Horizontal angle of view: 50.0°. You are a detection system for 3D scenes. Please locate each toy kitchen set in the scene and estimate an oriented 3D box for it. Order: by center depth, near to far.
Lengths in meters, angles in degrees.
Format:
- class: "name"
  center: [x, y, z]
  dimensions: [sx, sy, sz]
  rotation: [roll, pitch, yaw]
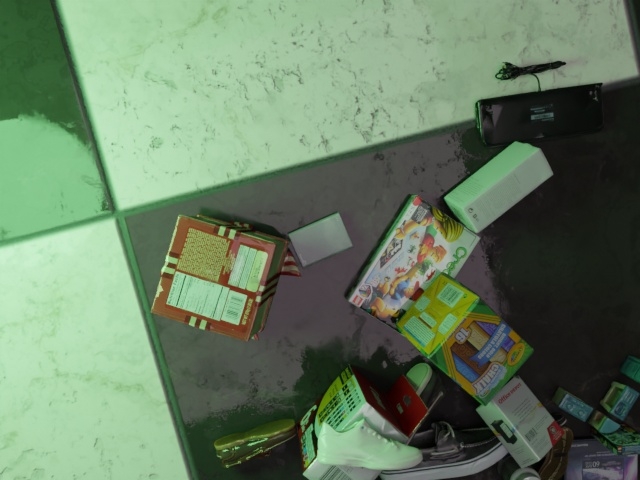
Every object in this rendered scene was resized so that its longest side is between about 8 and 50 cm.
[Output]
- class: "toy kitchen set"
  center: [0.708, 0.363, 1.697]
  dimensions: [0.166, 0.122, 0.207]
  rotation: [31, 92, -6]

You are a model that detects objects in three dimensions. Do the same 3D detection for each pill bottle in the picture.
- class: "pill bottle"
  center: [0.494, 0.585, 1.692]
  dimensions: [0.078, 0.137, 0.078]
  rotation: [0, 95, -4]

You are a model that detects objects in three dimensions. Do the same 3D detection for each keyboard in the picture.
- class: "keyboard"
  center: [0.533, -0.343, 1.673]
  dimensions: [0.317, 0.033, 0.202]
  rotation: [-8, 102, -5]

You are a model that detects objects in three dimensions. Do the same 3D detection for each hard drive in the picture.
- class: "hard drive"
  center: [0.000, 0.000, 1.664]
  dimensions: [0.135, 0.022, 0.094]
  rotation: [-23, 96, -2]

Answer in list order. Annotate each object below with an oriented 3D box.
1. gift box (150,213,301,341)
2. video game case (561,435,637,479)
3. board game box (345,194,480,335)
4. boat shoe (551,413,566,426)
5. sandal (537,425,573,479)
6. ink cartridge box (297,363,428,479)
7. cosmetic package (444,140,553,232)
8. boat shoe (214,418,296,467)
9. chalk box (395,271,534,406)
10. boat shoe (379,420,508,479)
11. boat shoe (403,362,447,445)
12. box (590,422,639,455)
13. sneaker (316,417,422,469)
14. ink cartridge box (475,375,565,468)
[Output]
- class: "gift box"
  center: [-0.198, 0.091, 1.536]
  dimensions: [0.276, 0.258, 0.255]
  rotation: [21, 93, 2]
- class: "video game case"
  center: [0.720, 0.640, 1.771]
  dimensions: [0.196, 0.026, 0.274]
  rotation: [-2, 94, -4]
- class: "board game box"
  center: [0.224, 0.067, 1.670]
  dimensions: [0.193, 0.053, 0.305]
  rotation: [32, 92, -7]
- class: "boat shoe"
  center: [0.557, 0.457, 1.734]
  dimensions: [0.125, 0.046, 0.038]
  rotation: [-15, 101, 5]
- class: "sandal"
  center: [0.588, 0.541, 1.737]
  dimensions: [0.072, 0.049, 0.180]
  rotation: [5, 108, -16]
- class: "ink cartridge box"
  center: [0.085, 0.406, 1.560]
  dimensions: [0.130, 0.309, 0.272]
  rotation: [41, 90, -6]
- class: "cosmetic package"
  center: [0.421, -0.129, 1.632]
  dimensions: [0.231, 0.117, 0.085]
  rotation: [-36, 112, 0]
- class: "boat shoe"
  center: [-0.152, 0.495, 1.671]
  dimensions: [0.207, 0.073, 0.073]
  rotation: [-17, 98, 4]
- class: "chalk box"
  center: [0.353, 0.247, 1.613]
  dimensions: [0.179, 0.180, 0.289]
  rotation: [-48, 116, -1]
- class: "boat shoe"
  center: [0.298, 0.505, 1.678]
  dimensions: [0.335, 0.121, 0.119]
  rotation: [-16, 100, -1]
- class: "boat shoe"
  center: [0.195, 0.449, 1.636]
  dimensions: [0.095, 0.112, 0.335]
  rotation: [45, 68, -17]
- class: "box"
  center: [0.747, 0.492, 1.704]
  dimensions: [0.094, 0.137, 0.027]
  rotation: [-3, 95, -5]
- class: "sneaker"
  center: [0.101, 0.404, 1.372]
  dimensions: [0.212, 0.080, 0.094]
  rotation: [4, 82, -4]
- class: "ink cartridge box"
  center: [0.482, 0.435, 1.658]
  dimensions: [0.127, 0.072, 0.175]
  rotation: [-26, 71, -38]
